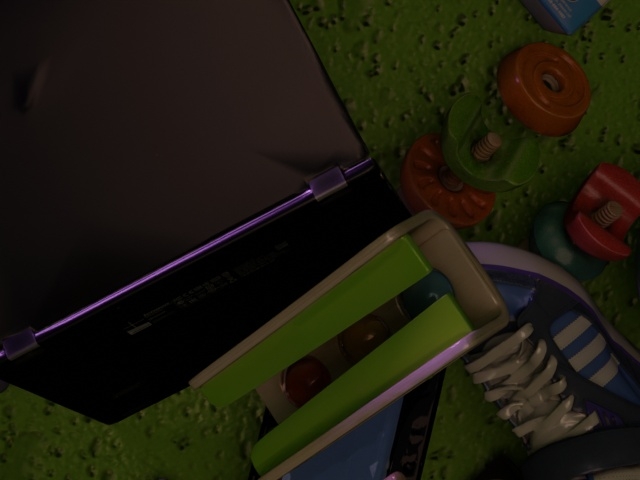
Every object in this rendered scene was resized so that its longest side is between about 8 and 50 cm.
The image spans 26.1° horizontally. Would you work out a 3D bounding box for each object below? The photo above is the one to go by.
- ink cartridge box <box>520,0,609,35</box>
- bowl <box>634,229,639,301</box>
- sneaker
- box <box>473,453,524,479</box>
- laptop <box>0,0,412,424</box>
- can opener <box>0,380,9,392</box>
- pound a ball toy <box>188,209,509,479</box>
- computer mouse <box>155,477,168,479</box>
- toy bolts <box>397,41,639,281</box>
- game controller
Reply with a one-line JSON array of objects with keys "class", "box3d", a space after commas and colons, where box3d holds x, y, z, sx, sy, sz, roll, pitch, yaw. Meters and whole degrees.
[{"class": "ink cartridge box", "box3d": [0.259, -0.315, 1.348, 0.191, 0.082, 0.139, -43, 104, 0]}, {"class": "bowl", "box3d": [0.428, 0.021, 1.364, 0.312, 0.163, 0.311, -9, 104, -41]}, {"class": "sneaker", "box3d": [0.220, 0.165, 1.314, 0.323, 0.236, 0.130, 35, 129, -28]}, {"class": "box", "box3d": [0.153, 0.378, 1.397, 0.270, 0.216, 0.060, -44, 125, 2]}, {"class": "laptop", "box3d": [-0.148, -0.051, 1.250, 0.382, 0.408, 0.236, -27, 66, 7]}, {"class": "can opener", "box3d": [-0.434, 0.100, 1.303, 0.280, 0.093, 0.074, 3, 111, -23]}, {"class": "pound a ball toy", "box3d": [0.034, 0.145, 1.277, 0.319, 0.136, 0.208, -39, 82, 28]}, {"class": "computer mouse", "box3d": [-0.045, 0.316, 1.430, 0.272, 0.072, 0.188, -13, 82, -4]}, {"class": "toy bolts", "box3d": [0.205, -0.057, 1.391, 0.228, 0.158, 0.218, 40, 53, -4]}, {"class": "game controller", "box3d": [0.020, 0.209, 1.377, 0.167, 0.067, 0.319, 14, 81, 0]}]
